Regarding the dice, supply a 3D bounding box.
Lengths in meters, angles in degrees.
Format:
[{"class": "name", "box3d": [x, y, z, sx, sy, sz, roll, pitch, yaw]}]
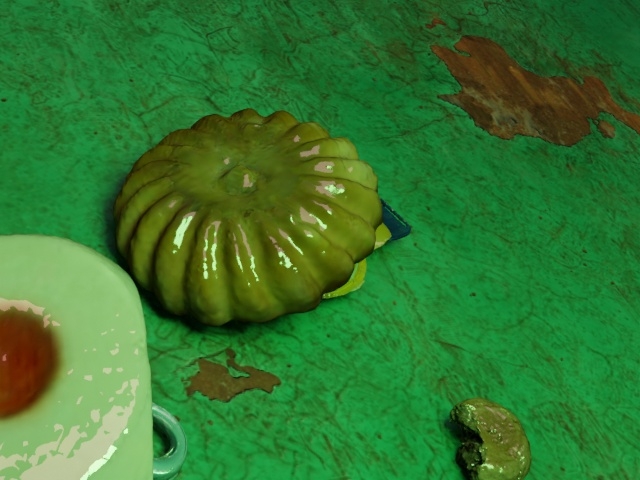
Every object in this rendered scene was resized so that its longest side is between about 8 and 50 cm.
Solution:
[{"class": "dice", "box3d": [-0.272, 0.164, 0.989, 0.243, 0.251, 0.259, -2, 54, -18]}]

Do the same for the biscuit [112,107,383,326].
[{"class": "biscuit", "box3d": [-0.089, -0.045, 1.395, 0.325, 0.107, 0.326, -2, 48, 3]}]

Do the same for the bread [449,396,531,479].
[{"class": "bread", "box3d": [0.192, 0.234, 1.331, 0.082, 0.060, 0.113, 8, 43, -18]}]

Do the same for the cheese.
[{"class": "cheese", "box3d": [0.000, 0.000, 1.493, 0.270, 0.069, 0.177, -21, 55, -41]}]

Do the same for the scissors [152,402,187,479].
[{"class": "scissors", "box3d": [-0.302, 0.161, 1.183, 0.393, 0.032, 0.180, 33, 40, 11]}]
